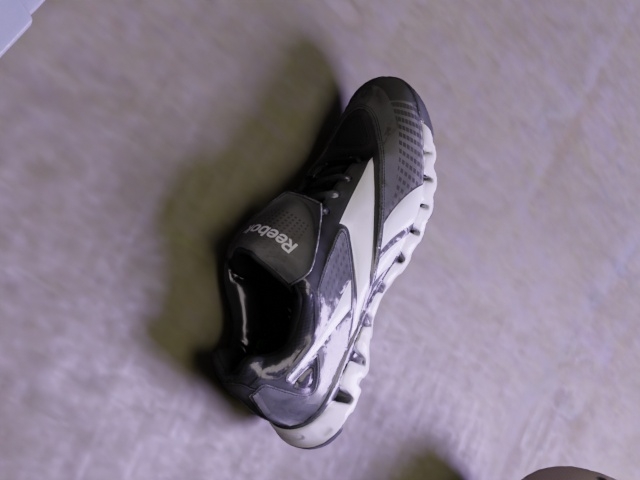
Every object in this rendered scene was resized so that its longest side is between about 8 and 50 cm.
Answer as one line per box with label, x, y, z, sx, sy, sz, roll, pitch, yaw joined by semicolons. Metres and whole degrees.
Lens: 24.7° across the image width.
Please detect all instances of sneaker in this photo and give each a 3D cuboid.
sneaker;0.000;0.000;0.864;0.106;0.078;0.234;31;74;-47

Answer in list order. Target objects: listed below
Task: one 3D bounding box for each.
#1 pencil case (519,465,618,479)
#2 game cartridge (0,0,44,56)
pencil case;0.086;0.296;0.912;0.410;0.183;0.160;-32;116;-41
game cartridge;-0.255;-0.157;0.596;0.198;0.062;0.297;-51;128;-25
